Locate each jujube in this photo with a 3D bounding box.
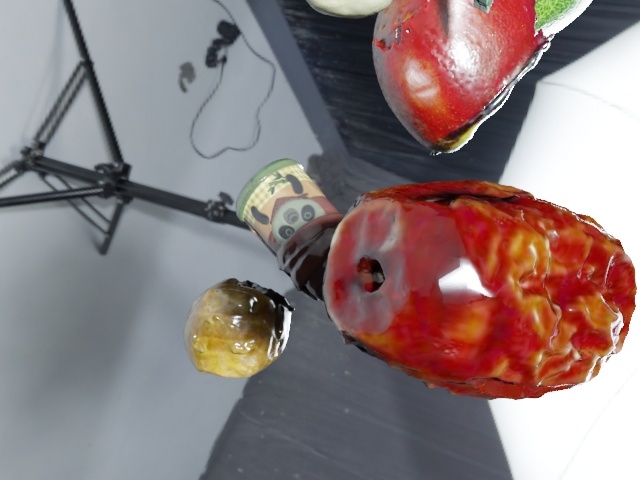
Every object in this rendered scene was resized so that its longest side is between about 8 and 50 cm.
[{"bbox_3d":[0.190,0.055,0.873,0.377,0.276,0.276,15,91,-38],"label":"jujube"}]

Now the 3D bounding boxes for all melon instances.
[{"bbox_3d":[0.553,-0.616,1.786,0.331,0.343,0.226,-24,94,-19],"label":"melon"}]

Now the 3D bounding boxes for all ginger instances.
[{"bbox_3d":[-0.203,0.192,1.634,0.223,0.269,0.200,5,98,-42],"label":"ginger"}]

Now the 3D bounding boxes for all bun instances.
[{"bbox_3d":[0.056,-0.459,1.222,0.128,0.193,0.178,-26,126,-57],"label":"bun"}]

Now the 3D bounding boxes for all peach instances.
[{"bbox_3d":[0.277,-0.386,1.557,0.339,0.353,0.416,132,-48,-66],"label":"peach"}]

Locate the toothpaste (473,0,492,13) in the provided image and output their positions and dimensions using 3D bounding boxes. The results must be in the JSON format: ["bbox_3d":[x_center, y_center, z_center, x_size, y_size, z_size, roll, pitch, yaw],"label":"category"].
[{"bbox_3d":[0.288,-0.478,1.214,0.032,0.049,0.204,-3,123,-23],"label":"toothpaste"}]

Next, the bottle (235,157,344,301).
[{"bbox_3d":[0.000,0.000,1.149,0.143,0.271,0.156,-25,154,-42],"label":"bottle"}]
